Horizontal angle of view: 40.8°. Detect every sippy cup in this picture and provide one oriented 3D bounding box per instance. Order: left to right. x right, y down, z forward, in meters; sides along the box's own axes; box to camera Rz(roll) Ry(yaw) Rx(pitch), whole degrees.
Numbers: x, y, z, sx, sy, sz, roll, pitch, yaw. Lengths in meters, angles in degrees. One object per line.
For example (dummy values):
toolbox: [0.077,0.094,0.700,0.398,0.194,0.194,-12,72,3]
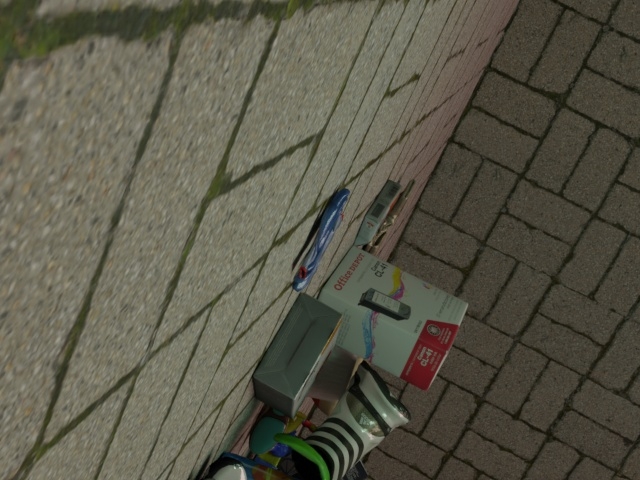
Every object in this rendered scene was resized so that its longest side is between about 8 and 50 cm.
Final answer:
sippy cup: [-0.127,0.530,1.651,0.305,0.224,0.240,-58,170,-31]

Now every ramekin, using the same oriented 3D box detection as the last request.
ramekin: [0.020,0.281,2.037,0.207,0.109,0.207,-161,-90,-88]

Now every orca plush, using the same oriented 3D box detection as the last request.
orca plush: [-0.199,0.506,1.541,0.102,0.151,0.287,-146,-126,-60]

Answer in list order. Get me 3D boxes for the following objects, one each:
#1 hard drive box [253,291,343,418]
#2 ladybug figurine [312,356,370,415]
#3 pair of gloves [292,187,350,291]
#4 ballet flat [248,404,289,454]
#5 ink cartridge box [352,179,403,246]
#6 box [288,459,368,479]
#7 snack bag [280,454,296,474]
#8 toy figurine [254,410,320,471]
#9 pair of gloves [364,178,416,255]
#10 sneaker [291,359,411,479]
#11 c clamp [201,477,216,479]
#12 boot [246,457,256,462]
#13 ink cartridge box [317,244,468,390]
hard drive box: [-0.044,0.222,1.625,0.181,0.089,0.232,-59,173,-18]
ladybug figurine: [0.075,0.315,2.502,0.449,0.161,0.305,-66,171,25]
pair of gloves: [0.000,0.000,1.374,0.159,0.023,0.198,-62,174,-16]
ballet flat: [-0.101,0.392,1.963,0.206,0.073,0.067,-60,-172,11]
ink cartridge box: [0.129,-0.037,2.048,0.145,0.045,0.179,-55,168,-39]
box: [0.001,0.614,2.204,0.153,0.108,0.207,-34,168,24]
snack bag: [-0.079,0.798,2.433,0.323,0.342,0.037,-54,152,6]
toy figurine: [-0.088,0.545,2.187,0.217,0.191,0.362,-55,170,-11]
pair of gloves: [0.180,-0.048,2.372,0.240,0.042,0.204,-58,175,-18]
sneaker: [0.048,0.400,1.851,0.257,0.169,0.447,-39,170,-3]
c clamp: [-0.201,0.460,1.421,0.137,0.022,0.161,-60,142,-14]
boot: [-0.205,0.633,2.059,0.219,0.082,0.106,-61,170,-21]
ink cartridge box: [0.153,0.170,1.940,0.226,0.306,0.131,-52,167,-56]
